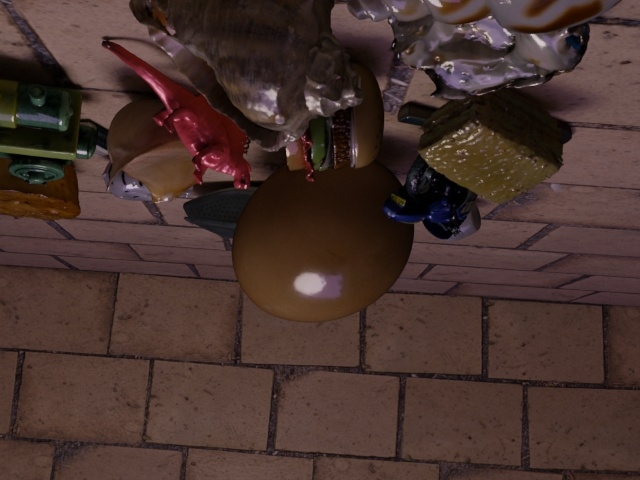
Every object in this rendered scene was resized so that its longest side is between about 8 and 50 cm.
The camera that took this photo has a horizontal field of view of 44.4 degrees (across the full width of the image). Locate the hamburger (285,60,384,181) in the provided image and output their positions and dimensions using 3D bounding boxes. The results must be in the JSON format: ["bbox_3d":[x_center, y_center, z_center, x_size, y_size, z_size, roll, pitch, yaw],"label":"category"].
[{"bbox_3d":[0.017,-0.164,1.048,0.136,0.175,0.175,-3,169,-1],"label":"hamburger"}]

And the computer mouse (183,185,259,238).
[{"bbox_3d":[-0.134,-0.055,1.733,0.370,0.122,0.188,7,167,20],"label":"computer mouse"}]

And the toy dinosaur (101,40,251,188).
[{"bbox_3d":[-0.166,-0.196,1.106,0.286,0.139,0.070,56,165,-28],"label":"toy dinosaur"}]

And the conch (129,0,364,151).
[{"bbox_3d":[-0.062,-0.215,0.845,0.291,0.159,0.210,41,175,24],"label":"conch"}]

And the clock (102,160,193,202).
[{"bbox_3d":[-0.342,-0.126,1.539,0.176,0.080,0.117,3,169,-2],"label":"clock"}]

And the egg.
[{"bbox_3d":[0.000,0.000,1.449,0.300,0.301,0.374,12,142,-36],"label":"egg"}]

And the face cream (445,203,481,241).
[{"bbox_3d":[0.297,-0.045,1.725,0.095,0.091,0.091,-13,162,31],"label":"face cream"}]

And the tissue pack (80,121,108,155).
[{"bbox_3d":[-0.410,-0.179,1.388,0.062,0.042,0.083,1,168,22],"label":"tissue pack"}]

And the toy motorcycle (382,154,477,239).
[{"bbox_3d":[0.204,-0.079,1.328,0.113,0.169,0.315,36,-161,27],"label":"toy motorcycle"}]

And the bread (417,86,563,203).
[{"bbox_3d":[0.248,-0.146,1.143,0.196,0.102,0.138,20,145,-30],"label":"bread"}]

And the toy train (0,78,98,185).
[{"bbox_3d":[-0.515,-0.189,1.148,0.368,0.151,0.237,5,163,-15],"label":"toy train"}]

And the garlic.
[{"bbox_3d":[-0.253,-0.140,1.215,0.145,0.164,0.245,22,-179,11],"label":"garlic"}]

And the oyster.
[{"bbox_3d":[0.181,-0.232,0.854,0.214,0.083,0.223,-4,161,18],"label":"oyster"}]

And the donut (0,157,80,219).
[{"bbox_3d":[-0.618,-0.119,1.586,0.277,0.109,0.277,3,169,1],"label":"donut"}]

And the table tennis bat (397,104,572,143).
[{"bbox_3d":[0.260,-0.175,1.255,0.301,0.023,0.173,7,169,-23],"label":"table tennis bat"}]

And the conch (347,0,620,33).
[{"bbox_3d":[0.159,-0.241,0.635,0.274,0.149,0.183,0,164,7],"label":"conch"}]
